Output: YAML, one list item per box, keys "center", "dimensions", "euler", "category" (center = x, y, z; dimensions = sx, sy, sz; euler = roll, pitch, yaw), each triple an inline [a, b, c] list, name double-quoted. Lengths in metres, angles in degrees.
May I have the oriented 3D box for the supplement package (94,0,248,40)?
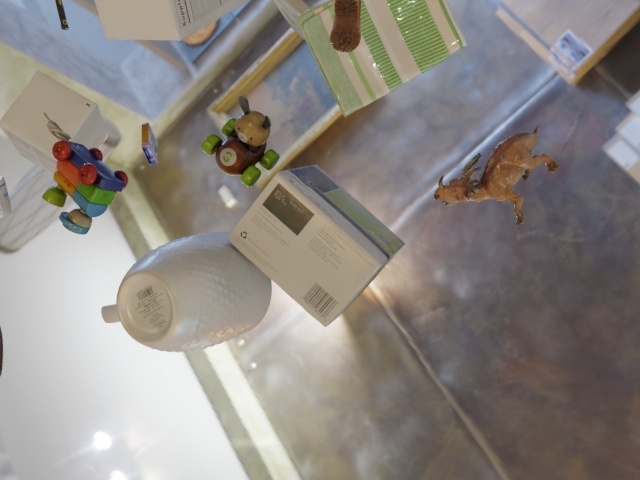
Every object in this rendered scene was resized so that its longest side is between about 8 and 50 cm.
- center: [-0.196, -0.387, 1.041]
  dimensions: [0.244, 0.134, 0.139]
  euler: [-50, -41, -46]
  category: "supplement package"

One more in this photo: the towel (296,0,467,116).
- center: [0.140, -0.465, 1.660]
  dimensions: [0.248, 0.325, 0.038]
  euler: [61, 179, -13]
  category: "towel"

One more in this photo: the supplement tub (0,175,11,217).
- center: [-0.916, -0.124, 2.080]
  dimensions: [0.071, 0.071, 0.107]
  euler: [-108, 14, -59]
  category: "supplement tub"

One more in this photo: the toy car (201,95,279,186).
- center: [-0.174, -0.252, 1.758]
  dimensions: [0.155, 0.188, 0.149]
  euler: [39, -125, 6]
  category: "toy car"

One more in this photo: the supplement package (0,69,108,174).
- center: [-0.780, -0.326, 2.184]
  dimensions: [0.198, 0.199, 0.263]
  euler: [30, 165, -2]
  category: "supplement package"

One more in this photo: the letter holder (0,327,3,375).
- center: [-0.780, 0.161, 1.524]
  dimensions: [0.214, 0.152, 0.302]
  euler: [-9, -147, -25]
  category: "letter holder"

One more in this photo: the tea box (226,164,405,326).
- center: [0.000, 0.000, 1.854]
  dimensions: [0.329, 0.220, 0.323]
  euler: [42, -161, 8]
  category: "tea box"

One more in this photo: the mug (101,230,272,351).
- center: [-0.355, 0.140, 1.780]
  dimensions: [0.328, 0.374, 0.276]
  euler: [-15, -90, -64]
  category: "mug"

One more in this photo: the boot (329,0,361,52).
- center: [0.054, -0.431, 1.403]
  dimensions: [0.158, 0.059, 0.085]
  euler: [98, 180, -60]
  category: "boot"

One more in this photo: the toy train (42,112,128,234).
- center: [-0.510, -0.132, 1.477]
  dimensions: [0.248, 0.143, 0.105]
  euler: [39, -167, 25]
  category: "toy train"

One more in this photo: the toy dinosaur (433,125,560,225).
- center: [0.424, -0.173, 1.735]
  dimensions: [0.200, 0.296, 0.127]
  euler: [35, 180, -21]
  category: "toy dinosaur"

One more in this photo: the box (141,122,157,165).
- center: [-0.545, -0.304, 2.355]
  dimensions: [0.081, 0.028, 0.136]
  euler: [73, -179, -47]
  category: "box"

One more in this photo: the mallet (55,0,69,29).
- center: [-0.649, -0.600, 1.792]
  dimensions: [0.062, 0.039, 0.190]
  euler: [2, -110, -38]
  category: "mallet"

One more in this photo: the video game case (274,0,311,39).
- center: [-0.023, -0.612, 2.145]
  dimensions: [0.329, 0.036, 0.300]
  euler: [47, -177, 22]
  category: "video game case"
